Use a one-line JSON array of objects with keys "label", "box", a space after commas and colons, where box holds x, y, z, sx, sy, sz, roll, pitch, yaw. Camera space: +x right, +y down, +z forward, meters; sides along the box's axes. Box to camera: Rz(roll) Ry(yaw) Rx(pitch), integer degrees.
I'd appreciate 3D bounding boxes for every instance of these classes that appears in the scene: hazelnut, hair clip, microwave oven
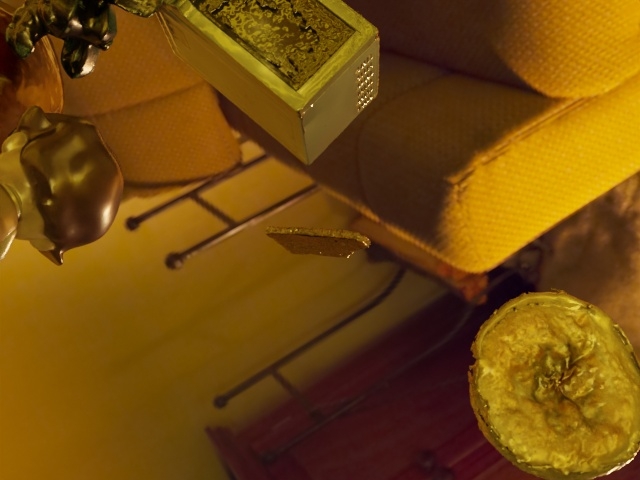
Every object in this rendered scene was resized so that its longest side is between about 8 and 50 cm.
[{"label": "hazelnut", "box": [-0.663, -0.281, 1.653, 0.421, 0.353, 0.421, 34, 179, 1]}, {"label": "hair clip", "box": [-0.372, -0.416, 1.419, 0.194, 0.310, 0.206, 17, 176, -40]}, {"label": "microwave oven", "box": [-0.085, -0.349, 1.562, 0.355, 0.218, 0.286, 41, 172, 13]}]

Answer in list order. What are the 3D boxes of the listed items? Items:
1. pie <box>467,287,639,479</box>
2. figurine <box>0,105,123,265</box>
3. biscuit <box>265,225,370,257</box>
[{"label": "pie", "box": [0.322, 0.197, 1.223, 0.274, 0.274, 0.055, 58, 156, 6]}, {"label": "figurine", "box": [-0.456, -0.051, 1.339, 0.206, 0.365, 0.218, -28, 95, 50]}, {"label": "biscuit", "box": [0.009, 0.004, 1.920, 0.236, 0.026, 0.131, 3, 162, 31]}]
